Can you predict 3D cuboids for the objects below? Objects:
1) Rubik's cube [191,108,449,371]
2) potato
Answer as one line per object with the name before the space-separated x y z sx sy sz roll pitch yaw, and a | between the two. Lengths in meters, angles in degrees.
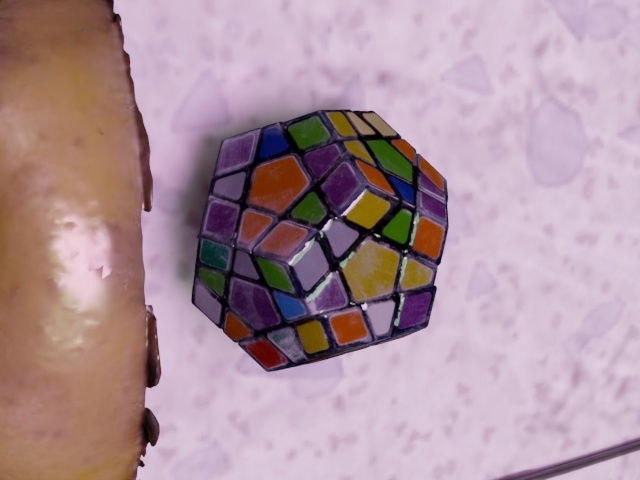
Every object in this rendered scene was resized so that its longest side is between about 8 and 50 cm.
Rubik's cube | 0.000 0.000 0.558 0.111 0.111 0.093 -13 86 -23
potato | -0.113 0.031 0.488 0.098 0.138 0.243 -5 105 -20
